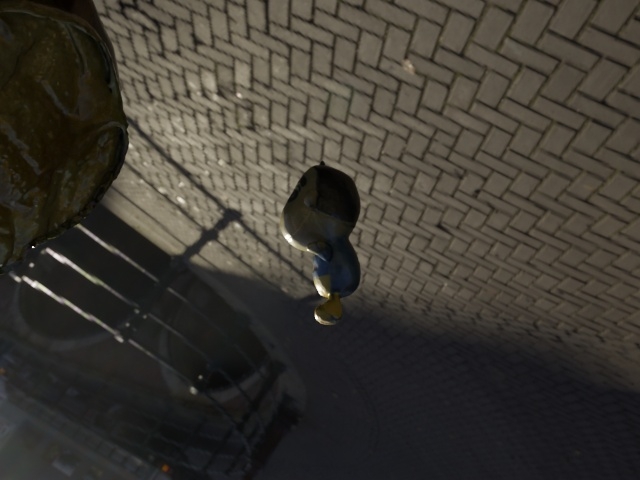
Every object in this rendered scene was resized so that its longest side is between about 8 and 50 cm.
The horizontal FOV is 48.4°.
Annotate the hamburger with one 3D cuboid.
[{"bbox_3d":[-0.307,-0.115,0.665,0.134,0.285,0.265,38,155,26],"label":"hamburger"}]

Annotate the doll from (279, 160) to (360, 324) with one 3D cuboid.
[{"bbox_3d":[0.000,0.000,0.772,0.089,0.179,0.102,2,171,0],"label":"doll"}]
